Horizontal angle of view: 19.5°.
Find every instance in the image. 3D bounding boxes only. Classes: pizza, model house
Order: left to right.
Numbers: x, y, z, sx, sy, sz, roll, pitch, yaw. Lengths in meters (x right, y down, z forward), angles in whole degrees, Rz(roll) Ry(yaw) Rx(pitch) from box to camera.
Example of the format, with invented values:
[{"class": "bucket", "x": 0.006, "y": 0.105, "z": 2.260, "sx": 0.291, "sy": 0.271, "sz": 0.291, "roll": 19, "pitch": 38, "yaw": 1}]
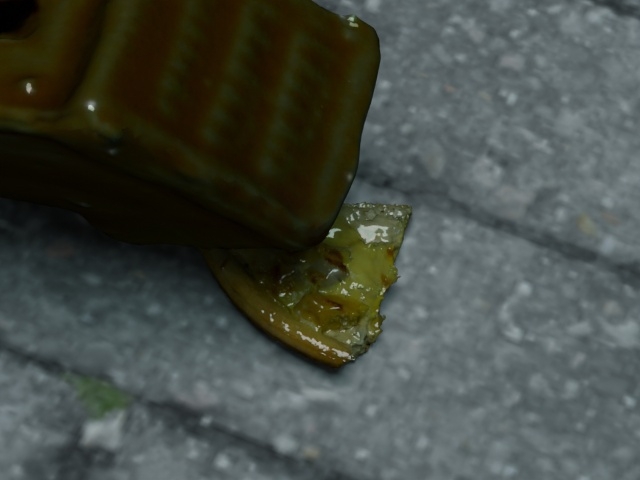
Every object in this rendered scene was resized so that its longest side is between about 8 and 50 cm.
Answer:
[{"class": "model house", "x": -0.088, "y": -0.107, "z": 0.865, "sx": 0.239, "sy": 0.173, "sz": 0.268, "roll": 11, "pitch": 58, "yaw": 4}, {"class": "pizza", "x": 0.000, "y": 0.000, "z": 0.891, "sx": 0.108, "sy": 0.026, "sz": 0.123, "roll": -32, "pitch": 64, "yaw": -28}]
